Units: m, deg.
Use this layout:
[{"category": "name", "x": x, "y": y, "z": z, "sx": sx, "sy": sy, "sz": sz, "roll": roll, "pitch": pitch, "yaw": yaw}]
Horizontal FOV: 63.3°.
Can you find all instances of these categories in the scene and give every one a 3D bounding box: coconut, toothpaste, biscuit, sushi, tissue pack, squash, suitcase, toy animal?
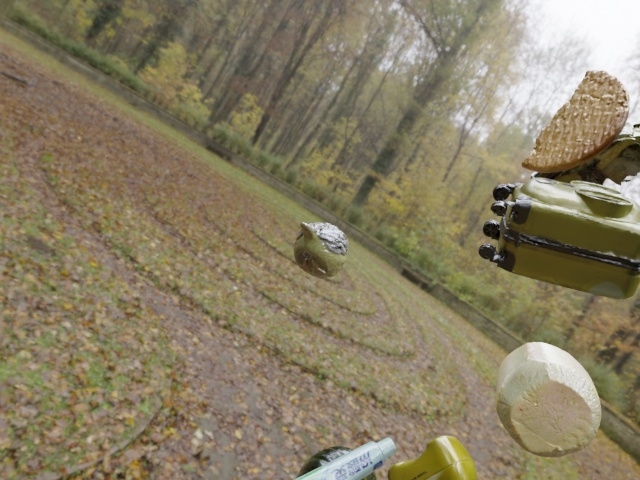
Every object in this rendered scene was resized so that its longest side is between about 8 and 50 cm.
[{"category": "coconut", "x": 0.548, "y": 0.381, "z": 1.268, "sx": 0.239, "sy": 0.239, "sz": 0.244, "roll": 33, "pitch": 15, "yaw": 12}, {"category": "toothpaste", "x": 0.011, "y": 0.438, "z": 0.944, "sx": 0.297, "sy": 0.048, "sz": 0.074, "roll": -18, "pitch": 57, "yaw": -26}, {"category": "biscuit", "x": 0.479, "y": -0.210, "z": 0.945, "sx": 0.033, "sy": 0.224, "sz": 0.144, "roll": 34, "pitch": -1, "yaw": -37}, {"category": "sushi", "x": 0.630, "y": -0.184, "z": 1.176, "sx": 0.131, "sy": 0.139, "sz": 0.291, "roll": 55, "pitch": -39, "yaw": -4}, {"category": "tissue pack", "x": 0.244, "y": 0.515, "z": 1.117, "sx": 0.123, "sy": 0.178, "sz": 0.127, "roll": 25, "pitch": 31, "yaw": -51}, {"category": "squash", "x": 0.037, "y": 0.603, "z": 1.232, "sx": 0.173, "sy": 0.217, "sz": 0.218, "roll": -13, "pitch": -27, "yaw": 39}, {"category": "suitcase", "x": 0.379, "y": -0.017, "z": 0.806, "sx": 0.235, "sy": 0.143, "sz": 0.194, "roll": 15, "pitch": 18, "yaw": 15}, {"category": "toy animal", "x": 0.000, "y": 0.000, "z": 0.885, "sx": 0.098, "sy": 0.098, "sz": 0.137, "roll": 37, "pitch": -29, "yaw": 42}]
